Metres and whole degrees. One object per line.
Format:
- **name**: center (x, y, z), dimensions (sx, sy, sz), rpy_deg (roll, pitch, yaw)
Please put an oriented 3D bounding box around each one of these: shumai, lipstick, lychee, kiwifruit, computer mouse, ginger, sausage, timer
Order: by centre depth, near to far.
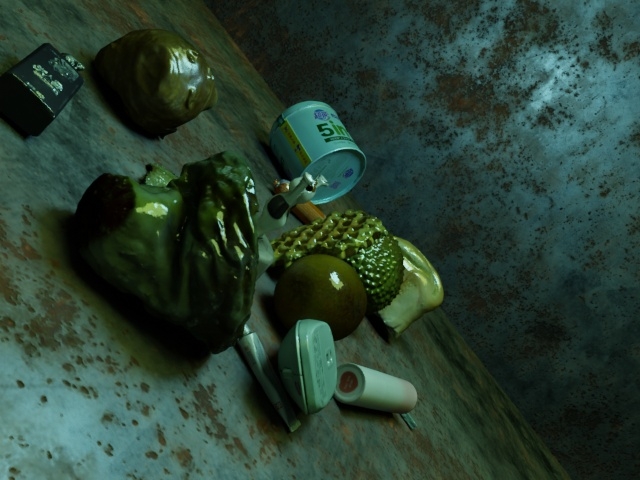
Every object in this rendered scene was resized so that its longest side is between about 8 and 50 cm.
- **shumai**: center (-0.244, 0.013, 0.983), dimensions (0.263, 0.304, 0.309), rpy_deg (7, 36, -22)
- **computer mouse**: center (-0.033, 0.227, 1.176), dimensions (0.288, 0.096, 0.160), rpy_deg (10, 74, -80)
- **timer**: center (-0.103, -0.049, 1.342), dimensions (0.175, 0.266, 0.175), rpy_deg (49, 13, -15)
- **kiwifruit**: center (0.006, 0.132, 1.412), dimensions (0.196, 0.196, 0.234), rpy_deg (59, 11, 26)
- **ginger**: center (-0.368, -0.375, 1.426), dimensions (0.270, 0.223, 0.200), rpy_deg (59, 18, 18)
- **lipstick**: center (0.133, 0.351, 1.490), dimensions (0.326, 0.087, 0.087), rpy_deg (32, 24, -56)
- **lychee**: center (0.109, 0.072, 1.776), dimensions (0.270, 0.270, 0.320), rpy_deg (51, -4, -7)
- **sausage**: center (-0.076, -0.124, 2.083), dimensions (0.234, 0.071, 0.071), rpy_deg (44, 15, -36)

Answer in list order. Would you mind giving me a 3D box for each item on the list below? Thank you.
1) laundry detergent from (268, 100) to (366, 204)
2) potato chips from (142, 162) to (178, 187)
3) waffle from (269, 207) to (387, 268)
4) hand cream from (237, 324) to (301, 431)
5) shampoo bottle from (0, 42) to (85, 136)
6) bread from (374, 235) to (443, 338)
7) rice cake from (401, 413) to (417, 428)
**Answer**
- **laundry detergent**: center (-0.026, -0.338, 2.352), dimensions (0.287, 0.287, 0.305), rpy_deg (31, 25, -57)
- **potato chips**: center (-0.315, -0.095, 1.280), dimensions (0.142, 0.026, 0.209), rpy_deg (37, 21, -58)
- **waffle**: center (0.009, -0.003, 1.581), dimensions (0.282, 0.300, 0.058), rpy_deg (-107, 180, -73)
- **hand cream**: center (-0.096, 0.238, 1.134), dimensions (0.052, 0.038, 0.216), rpy_deg (-17, 74, -51)
- **shampoo bottle**: center (-0.475, -0.274, 1.101), dimensions (0.098, 0.071, 0.310), rpy_deg (43, 14, -25)
- **bread**: center (0.239, 0.133, 2.098), dimensions (0.316, 0.270, 0.211), rpy_deg (47, -2, 5)
- **rice cake**: center (0.212, 0.441, 1.674), dimensions (0.121, 0.021, 0.022), rpy_deg (54, 3, 9)
